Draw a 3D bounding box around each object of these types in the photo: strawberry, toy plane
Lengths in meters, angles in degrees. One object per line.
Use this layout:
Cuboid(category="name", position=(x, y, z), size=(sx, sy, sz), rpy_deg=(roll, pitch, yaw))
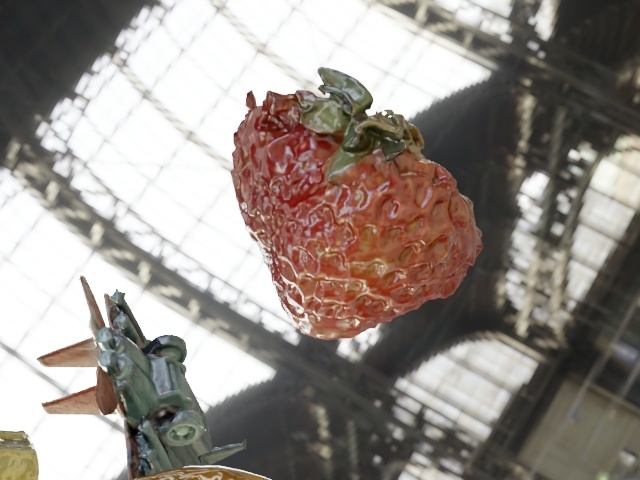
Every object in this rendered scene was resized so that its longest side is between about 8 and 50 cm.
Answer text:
Cuboid(category="strawberry", position=(0.006, 0.003, 0.895), size=(0.106, 0.175, 0.236), rpy_deg=(-61, -18, -22))
Cuboid(category="toy plane", position=(-0.137, 0.172, 1.319), size=(0.104, 0.223, 0.326), rpy_deg=(-27, -43, 11))

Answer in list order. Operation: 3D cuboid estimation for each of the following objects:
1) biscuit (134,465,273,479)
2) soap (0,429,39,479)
Cuboid(category="biscuit", position=(-0.054, 0.200, 0.592), size=(0.040, 0.309, 0.204), rpy_deg=(37, -89, -35))
Cuboid(category="soap", position=(-0.320, 0.146, 0.997), size=(0.092, 0.252, 0.037), rpy_deg=(-169, 85, -73))
